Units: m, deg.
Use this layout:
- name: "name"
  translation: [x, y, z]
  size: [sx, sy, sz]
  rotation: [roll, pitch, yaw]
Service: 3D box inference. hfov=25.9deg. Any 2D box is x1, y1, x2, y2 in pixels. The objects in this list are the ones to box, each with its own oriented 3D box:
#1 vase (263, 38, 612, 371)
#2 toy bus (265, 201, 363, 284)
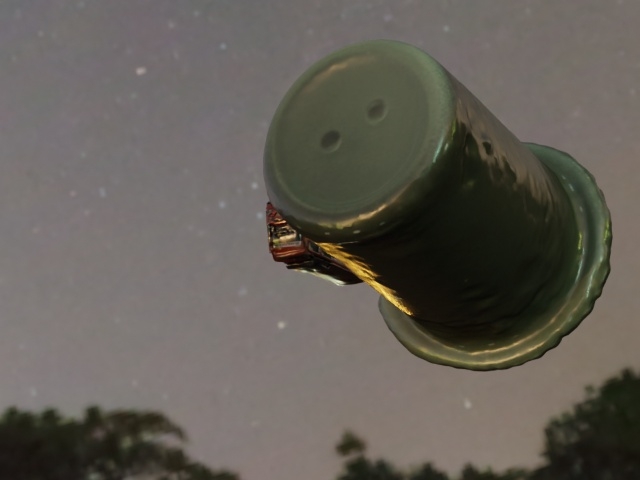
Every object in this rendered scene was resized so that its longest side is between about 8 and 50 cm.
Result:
- name: "vase"
  translation: [0.100, -0.035, 1.219]
  size: [0.245, 0.245, 0.291]
  rotation: [-23, -30, 20]
- name: "toy bus"
  translation: [0.000, 0.000, 1.882]
  size: [0.074, 0.096, 0.235]
  rotation: [-10, -13, 23]
